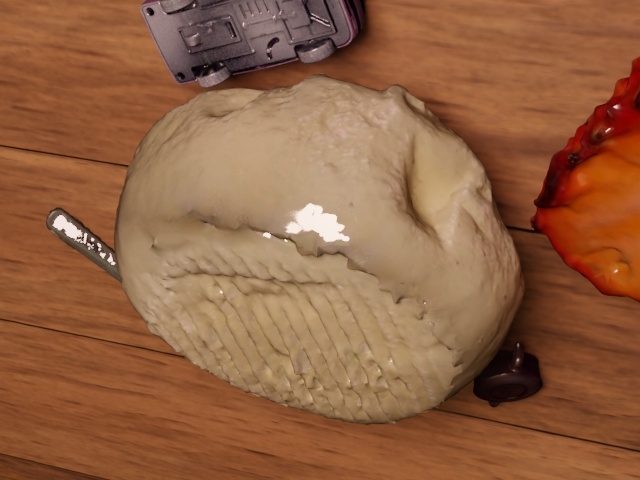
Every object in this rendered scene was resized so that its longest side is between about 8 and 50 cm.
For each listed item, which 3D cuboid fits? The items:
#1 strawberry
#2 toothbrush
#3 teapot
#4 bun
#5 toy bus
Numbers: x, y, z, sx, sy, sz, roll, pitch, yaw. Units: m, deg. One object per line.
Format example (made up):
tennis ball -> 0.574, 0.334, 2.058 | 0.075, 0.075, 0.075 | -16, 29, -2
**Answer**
strawberry -> 0.322, -0.068, 0.811 | 0.336, 0.149, 0.265 | -19, 123, 43
toothbrush -> -0.175, 0.063, 1.169 | 0.297, 0.030, 0.030 | 38, 103, -7
teapot -> 0.182, 0.132, 1.068 | 0.068, 0.045, 0.100 | 5, 147, -9
bun -> 0.000, 0.000, 0.926 | 0.359, 0.211, 0.360 | 16, 146, 11
toy bus -> -0.050, -0.193, 0.887 | 0.178, 0.098, 0.087 | -7, 121, 29
